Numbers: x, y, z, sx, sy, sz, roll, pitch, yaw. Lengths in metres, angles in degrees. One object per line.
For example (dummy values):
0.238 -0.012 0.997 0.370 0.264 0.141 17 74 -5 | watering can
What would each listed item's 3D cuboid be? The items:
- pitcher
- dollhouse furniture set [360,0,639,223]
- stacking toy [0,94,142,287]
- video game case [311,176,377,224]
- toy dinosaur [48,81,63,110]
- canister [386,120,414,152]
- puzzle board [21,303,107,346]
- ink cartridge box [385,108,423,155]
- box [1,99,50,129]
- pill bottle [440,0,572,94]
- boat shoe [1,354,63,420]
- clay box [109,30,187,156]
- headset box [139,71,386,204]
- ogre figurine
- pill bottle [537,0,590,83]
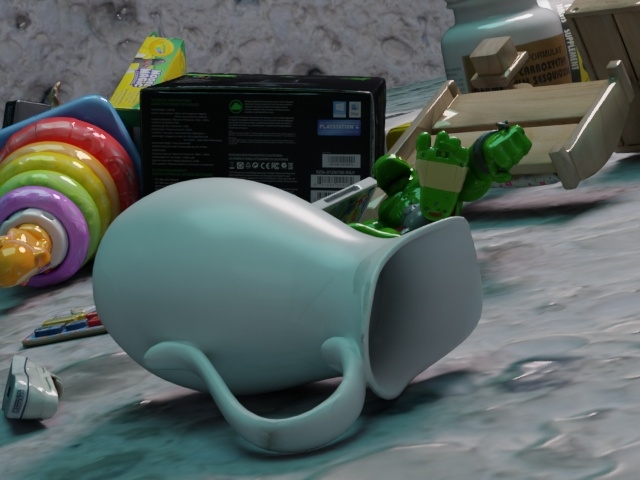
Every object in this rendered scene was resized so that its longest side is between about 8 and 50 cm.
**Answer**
-0.039 0.043 0.774 0.207 0.126 0.178 7 33 33 | pitcher
0.252 -0.070 1.273 0.303 0.174 0.355 0 39 43 | dollhouse furniture set
-0.281 -0.018 1.412 0.175 0.166 0.302 -21 19 9 | stacking toy
0.000 0.000 1.085 0.011 0.087 0.122 32 26 17 | video game case
-0.290 -0.057 1.665 0.127 0.200 0.296 -53 6 29 | toy dinosaur
0.177 -0.122 1.626 0.169 0.073 0.126 -19 11 -30 | canister
-0.170 0.060 1.138 0.128 0.011 0.096 -10 9 8 | puzzle board
0.073 -0.137 1.886 0.261 0.066 0.296 -21 13 -42 | ink cartridge box
-0.370 -0.119 1.981 0.165 0.143 0.270 7 3 -16 | box
0.199 -0.187 1.489 0.131 0.229 0.131 -12 9 2 | pill bottle
-0.180 0.095 0.879 0.035 0.035 0.100 14 -2 -15 | boat shoe
-0.195 -0.149 1.634 0.053 0.128 0.222 4 33 8 | clay box
-0.053 -0.114 1.553 0.246 0.131 0.283 2 10 6 | headset box
0.069 -0.019 1.046 0.197 0.096 0.118 -56 -7 7 | ogre figurine
0.418 -0.249 1.720 0.333 0.188 0.188 -12 9 0 | pill bottle
